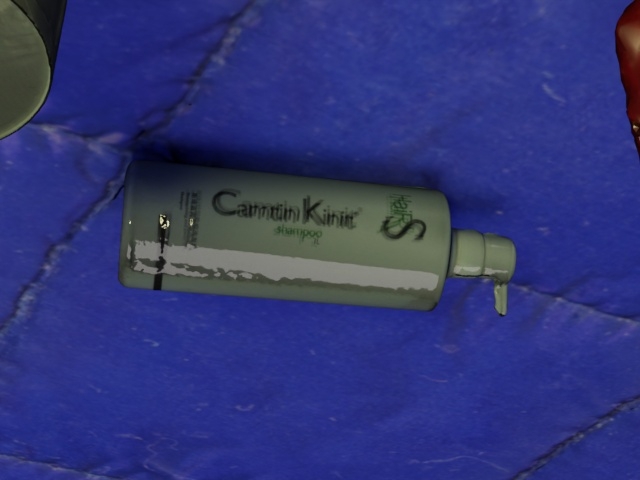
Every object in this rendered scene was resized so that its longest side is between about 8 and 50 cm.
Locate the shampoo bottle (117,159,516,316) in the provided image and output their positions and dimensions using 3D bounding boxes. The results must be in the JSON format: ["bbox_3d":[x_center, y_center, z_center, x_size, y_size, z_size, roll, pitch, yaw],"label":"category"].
[{"bbox_3d":[0.000,0.000,0.920,0.262,0.085,0.085,5,146,-7],"label":"shampoo bottle"}]

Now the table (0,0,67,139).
[{"bbox_3d":[-0.156,-0.158,0.568,0.126,0.220,0.126,2,147,1],"label":"table"}]

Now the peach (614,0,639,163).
[{"bbox_3d":[0.349,-0.079,0.580,0.406,0.335,0.310,-31,134,29],"label":"peach"}]
